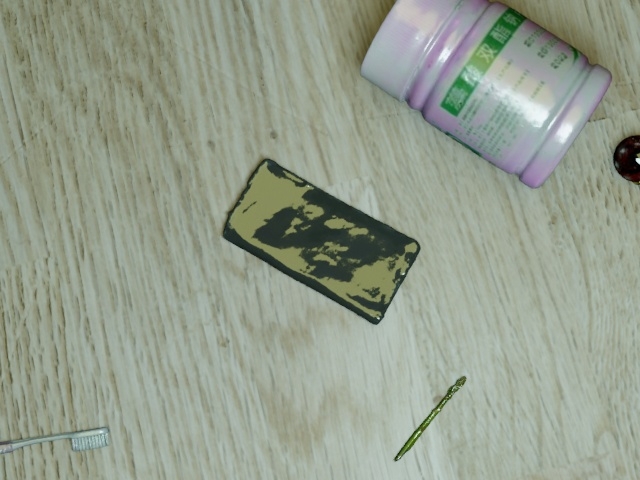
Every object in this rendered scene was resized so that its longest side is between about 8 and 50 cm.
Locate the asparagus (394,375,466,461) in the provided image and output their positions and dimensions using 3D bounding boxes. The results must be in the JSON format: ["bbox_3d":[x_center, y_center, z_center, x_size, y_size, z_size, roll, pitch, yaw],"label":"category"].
[{"bbox_3d":[0.163,0.265,1.751,0.166,0.013,0.016,-49,41,-11],"label":"asparagus"}]

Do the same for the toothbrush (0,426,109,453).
[{"bbox_3d":[-0.484,0.312,1.721,0.354,0.024,0.029,-8,86,-4],"label":"toothbrush"}]

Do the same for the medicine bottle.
[{"bbox_3d":[0.247,-0.247,1.765,0.325,0.212,0.212,35,79,6],"label":"medicine bottle"}]

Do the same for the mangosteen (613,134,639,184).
[{"bbox_3d":[0.490,-0.123,1.812,0.081,0.081,0.081,0,78,-1],"label":"mangosteen"}]

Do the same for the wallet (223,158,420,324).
[{"bbox_3d":[0.000,0.000,1.798,0.285,0.030,0.146,29,81,6],"label":"wallet"}]
